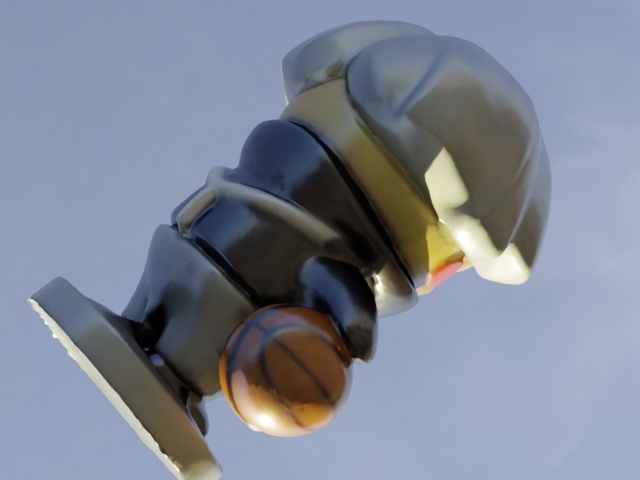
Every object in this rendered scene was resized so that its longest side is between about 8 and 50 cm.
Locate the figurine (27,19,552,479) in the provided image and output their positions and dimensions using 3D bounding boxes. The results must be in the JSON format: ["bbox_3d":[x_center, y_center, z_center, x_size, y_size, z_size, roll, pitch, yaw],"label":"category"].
[{"bbox_3d":[0.000,0.000,0.637,0.236,0.176,0.133,-40,-55,-14],"label":"figurine"}]
